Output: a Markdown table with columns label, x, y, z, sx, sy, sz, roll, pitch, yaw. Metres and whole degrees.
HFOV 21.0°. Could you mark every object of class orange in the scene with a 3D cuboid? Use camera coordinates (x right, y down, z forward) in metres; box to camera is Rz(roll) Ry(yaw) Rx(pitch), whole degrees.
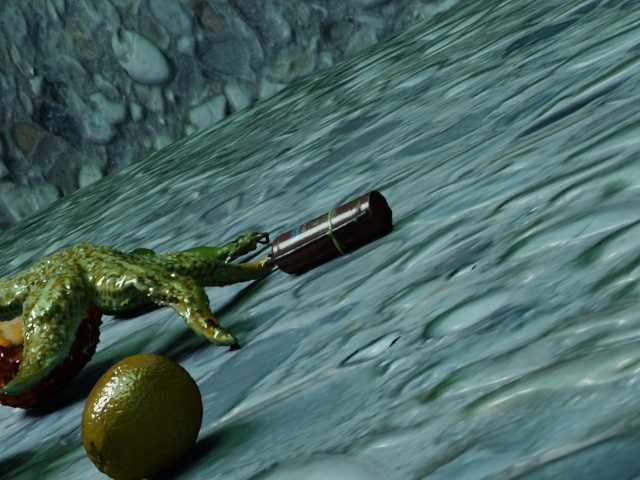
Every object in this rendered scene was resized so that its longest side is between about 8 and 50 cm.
| label | x | y | z | sx | sy | sz | roll | pitch | yaw |
| --- | --- | --- | --- | --- | --- | --- | --- | --- | --- |
| orange | -0.114 | 0.112 | 1.095 | 0.085 | 0.085 | 0.085 | -29 | 9 | 5 |

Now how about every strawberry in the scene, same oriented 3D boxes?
| label | x | y | z | sx | sy | sz | roll | pitch | yaw |
| --- | --- | --- | --- | --- | --- | --- | --- | --- | --- |
| strawberry | -0.263 | 0.106 | 1.575 | 0.140 | 0.085 | 0.192 | -15 | 13 | -37 |

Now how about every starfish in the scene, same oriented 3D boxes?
| label | x | y | z | sx | sy | sz | roll | pitch | yaw |
| --- | --- | --- | --- | --- | --- | --- | --- | --- | --- |
| starfish | -0.217 | 0.051 | 1.464 | 0.357 | 0.078 | 0.347 | -7 | 16 | 2 |

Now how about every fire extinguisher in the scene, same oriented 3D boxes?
| label | x | y | z | sx | sy | sz | roll | pitch | yaw |
| --- | --- | --- | --- | --- | --- | --- | --- | --- | --- |
| fire extinguisher | 0.000 | 0.000 | 1.477 | 0.132 | 0.039 | 0.056 | -25 | 1 | 29 |

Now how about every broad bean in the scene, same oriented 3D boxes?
| label | x | y | z | sx | sy | sz | roll | pitch | yaw |
| --- | --- | --- | --- | --- | --- | --- | --- | --- | --- |
| broad bean | -0.173 | 0.037 | 1.809 | 0.144 | 0.049 | 0.292 | -28 | 9 | -30 |
